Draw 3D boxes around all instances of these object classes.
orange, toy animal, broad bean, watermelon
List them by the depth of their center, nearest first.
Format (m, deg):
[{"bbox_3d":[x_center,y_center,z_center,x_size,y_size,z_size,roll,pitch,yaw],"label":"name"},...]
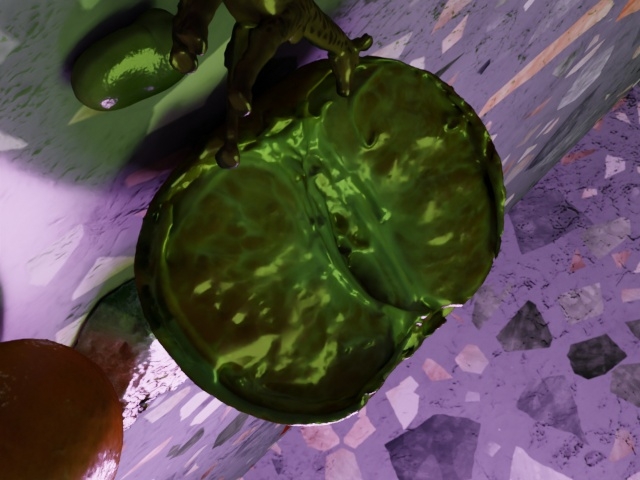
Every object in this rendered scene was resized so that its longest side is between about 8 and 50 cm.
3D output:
[{"bbox_3d":[-0.120,-0.113,0.696,0.083,0.045,0.063,-34,164,-11],"label":"broad bean"},{"bbox_3d":[-0.029,-0.146,0.755,0.054,0.149,0.275,-3,-160,21],"label":"toy animal"},{"bbox_3d":[-0.260,0.181,0.895,0.224,0.170,0.224,25,90,-85],"label":"orange"},{"bbox_3d":[-0.003,0.001,0.944,0.334,0.262,0.196,-47,-173,-26],"label":"orange"},{"bbox_3d":[-0.206,0.133,1.138,0.154,0.094,0.241,-13,149,-54],"label":"watermelon"}]
